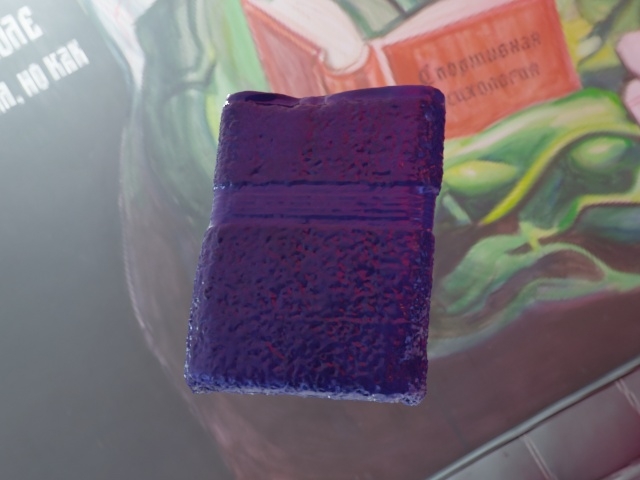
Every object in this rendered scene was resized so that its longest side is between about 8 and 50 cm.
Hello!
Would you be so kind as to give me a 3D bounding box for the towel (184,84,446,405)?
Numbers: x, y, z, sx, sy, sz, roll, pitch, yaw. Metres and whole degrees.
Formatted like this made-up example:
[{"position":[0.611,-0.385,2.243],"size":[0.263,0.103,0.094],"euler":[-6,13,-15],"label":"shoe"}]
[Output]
[{"position":[0.000,0.000,0.747],"size":[0.228,0.308,0.076],"euler":[1,-21,15],"label":"towel"}]
